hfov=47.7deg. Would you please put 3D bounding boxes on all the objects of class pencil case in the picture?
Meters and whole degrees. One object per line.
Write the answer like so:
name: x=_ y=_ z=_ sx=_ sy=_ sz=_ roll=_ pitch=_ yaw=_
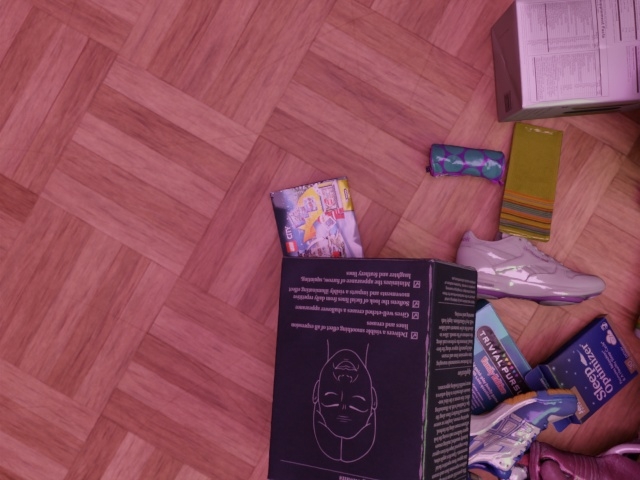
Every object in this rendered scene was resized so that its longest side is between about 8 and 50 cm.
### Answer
pencil case: x=0.289 y=-0.151 z=1.438 sx=0.152 sy=0.064 sz=0.070 roll=5 pitch=76 yaw=1

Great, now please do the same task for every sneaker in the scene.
sneaker: x=0.340 y=0.366 z=1.323 sx=0.296 sy=0.112 sz=0.131 roll=-20 pitch=61 yaw=2
sneaker: x=0.413 y=0.048 z=1.417 sx=0.305 sy=0.114 sz=0.152 roll=8 pitch=78 yaw=-5

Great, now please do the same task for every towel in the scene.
towel: x=0.416 y=-0.118 z=1.424 sx=0.102 sy=0.021 sz=0.237 roll=13 pitch=75 yaw=-1

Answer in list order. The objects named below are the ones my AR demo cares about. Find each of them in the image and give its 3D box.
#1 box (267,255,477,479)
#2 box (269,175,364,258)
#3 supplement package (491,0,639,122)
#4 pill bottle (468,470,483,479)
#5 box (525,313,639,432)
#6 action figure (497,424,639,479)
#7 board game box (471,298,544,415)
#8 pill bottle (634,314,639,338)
box: x=0.094 y=0.231 z=1.258 sx=0.293 sy=0.212 sz=0.395 roll=1 pitch=84 yaw=32
box: x=0.000 y=0.000 z=1.459 sx=0.159 sy=0.044 sz=0.233 roll=-12 pitch=92 yaw=1
supplement package: x=0.478 y=-0.340 z=1.360 sx=0.263 sy=0.199 sz=0.198 roll=-5 pitch=92 yaw=1
pill bottle: x=0.212 y=0.457 z=1.366 sx=0.169 sy=0.094 sz=0.094 roll=24 pitch=92 yaw=0
box: x=0.518 y=0.261 z=1.419 sx=0.225 sy=0.036 sz=0.136 roll=-32 pitch=92 yaw=-20
action figure: x=0.497 y=0.449 z=1.363 sx=0.370 sy=0.248 sz=0.275 roll=16 pitch=91 yaw=-2
board game box: x=0.256 y=0.313 z=1.445 sx=0.336 sy=0.079 sz=0.253 roll=-32 pitch=92 yaw=2
pill bottle: x=0.714 y=0.093 z=1.400 sx=0.136 sy=0.136 sz=0.245 roll=18 pitch=92 yaw=1
